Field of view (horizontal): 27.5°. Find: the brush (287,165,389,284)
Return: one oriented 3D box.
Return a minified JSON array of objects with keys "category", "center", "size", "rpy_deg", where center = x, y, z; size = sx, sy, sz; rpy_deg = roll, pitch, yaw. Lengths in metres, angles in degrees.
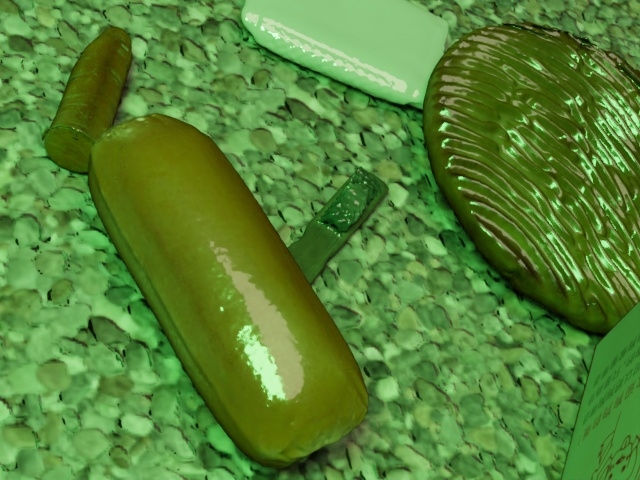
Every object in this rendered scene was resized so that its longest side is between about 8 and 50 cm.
[{"category":"brush","center":[0.000,0.000,0.996],"size":[0.034,0.027,0.190],"rpy_deg":[36,50,5]}]

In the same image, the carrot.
[{"category":"carrot","center":[-0.172,-0.115,0.989],"size":[0.048,0.048,0.139],"rpy_deg":[19,48,-12]}]

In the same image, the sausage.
[{"category":"sausage","center":[-0.068,0.029,0.896],"size":[0.105,0.105,0.274],"rpy_deg":[-20,67,-35]}]

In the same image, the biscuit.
[{"category":"biscuit","center":[0.227,-0.061,1.123],"size":[0.317,0.040,0.318],"rpy_deg":[16,52,-21]}]

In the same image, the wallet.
[{"category":"wallet","center":[0.022,-0.185,1.138],"size":[0.182,0.032,0.124],"rpy_deg":[22,51,-7]}]

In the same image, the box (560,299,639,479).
[{"category":"box","center":[0.347,0.169,0.852],"size":[0.300,0.314,0.312],"rpy_deg":[28,50,-2]}]
